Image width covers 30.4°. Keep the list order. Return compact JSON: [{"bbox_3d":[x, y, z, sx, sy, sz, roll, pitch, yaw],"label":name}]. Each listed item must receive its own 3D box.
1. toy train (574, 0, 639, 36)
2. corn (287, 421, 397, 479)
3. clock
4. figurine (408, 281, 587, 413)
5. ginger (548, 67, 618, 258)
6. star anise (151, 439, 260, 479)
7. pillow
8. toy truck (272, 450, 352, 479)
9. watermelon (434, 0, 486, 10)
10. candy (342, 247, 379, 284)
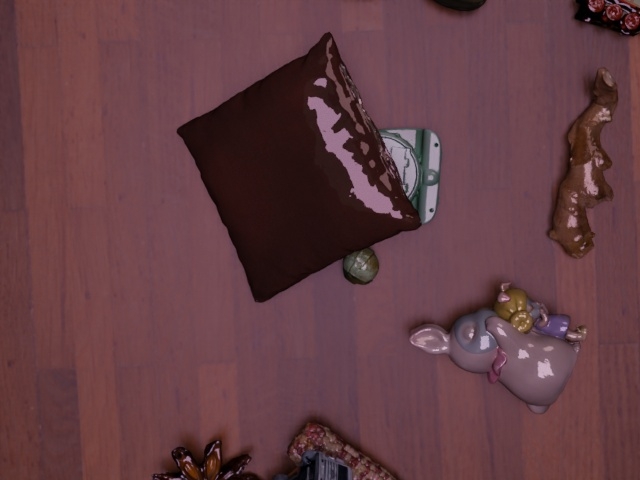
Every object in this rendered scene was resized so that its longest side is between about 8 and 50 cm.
[{"bbox_3d":[0.505,-0.329,1.773,0.249,0.053,0.085,22,85,0],"label":"toy train"},{"bbox_3d":[0.059,0.363,1.799,0.237,0.079,0.079,34,93,-2],"label":"corn"},{"bbox_3d":[0.089,-0.098,1.784,0.188,0.060,0.148,2,93,1],"label":"clock"},{"bbox_3d":[0.263,0.145,1.765,0.235,0.127,0.155,25,111,2],"label":"figurine"},{"bbox_3d":[0.407,-0.115,1.775,0.089,0.075,0.288,16,98,22],"label":"ginger"},{"bbox_3d":[-0.181,0.416,1.806,0.177,0.073,0.234,10,90,-14],"label":"star anise"},{"bbox_3d":[-0.042,-0.099,1.727,0.305,0.108,0.308,-26,88,27],"label":"pillow"},{"bbox_3d":[-0.011,0.389,1.746,0.115,0.080,0.178,23,135,-21],"label":"toy truck"},{"bbox_3d":[0.205,-0.385,1.760,0.110,0.078,0.078,22,93,-2],"label":"watermelon"},{"bbox_3d":[0.000,0.000,1.802,0.202,0.061,0.061,32,93,7],"label":"candy"}]
